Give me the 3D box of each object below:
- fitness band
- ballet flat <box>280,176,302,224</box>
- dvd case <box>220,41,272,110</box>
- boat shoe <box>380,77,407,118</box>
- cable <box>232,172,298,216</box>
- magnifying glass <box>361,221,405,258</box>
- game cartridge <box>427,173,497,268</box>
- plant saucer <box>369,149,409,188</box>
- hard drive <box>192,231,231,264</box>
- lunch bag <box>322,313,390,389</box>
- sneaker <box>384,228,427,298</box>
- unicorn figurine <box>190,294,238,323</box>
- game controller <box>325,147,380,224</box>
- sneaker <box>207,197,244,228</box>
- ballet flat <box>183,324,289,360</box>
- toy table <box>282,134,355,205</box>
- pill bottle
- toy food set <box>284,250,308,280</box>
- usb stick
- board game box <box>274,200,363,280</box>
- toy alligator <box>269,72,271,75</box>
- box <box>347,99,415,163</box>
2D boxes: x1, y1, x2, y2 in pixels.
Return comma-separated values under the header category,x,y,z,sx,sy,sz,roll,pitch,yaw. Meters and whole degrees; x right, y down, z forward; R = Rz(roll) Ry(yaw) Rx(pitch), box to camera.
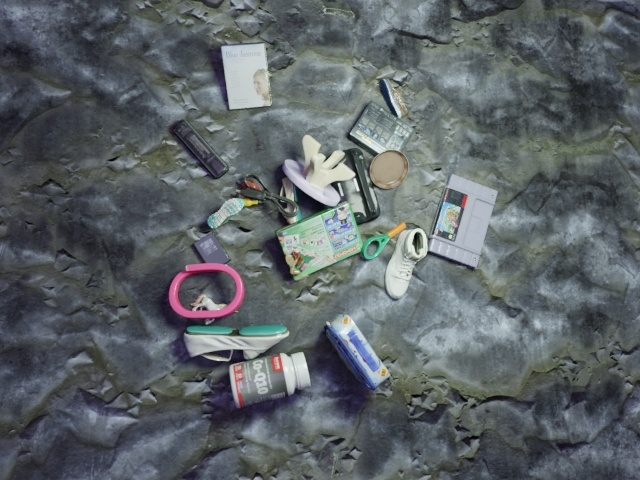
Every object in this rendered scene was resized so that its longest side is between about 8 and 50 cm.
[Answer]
category,x,y,z,sx,sy,sz,roll,pitch,yaw
fitness band,-0.434,0.193,1.790,0.290,0.054,0.209,-3,74,5
ballet flat,-0.122,-0.144,1.910,0.086,0.086,0.249,-3,82,-8
dvd case,-0.299,-0.670,1.920,0.180,0.022,0.253,-8,108,-8
boat shoe,0.319,-0.618,2.032,0.066,0.066,0.183,-26,97,-15
cable,-0.215,-0.177,1.880,0.287,0.072,0.140,16,77,4
magnifying glass,0.263,-0.004,1.947,0.231,0.026,0.092,-36,131,-19
game cartridge,0.603,-0.084,2.007,0.230,0.068,0.355,20,81,-9
plant saucer,0.284,-0.300,1.958,0.168,0.029,0.169,-5,116,-10
hard drive,-0.430,0.047,1.864,0.094,0.022,0.135,-33,88,-10
lunch bag,0.129,0.415,1.785,0.115,0.243,0.303,-36,90,-11
sneaker,0.344,0.091,1.893,0.108,0.169,0.293,14,83,-8
unicorn figurine,-0.417,0.269,1.819,0.162,0.060,0.111,40,81,-2
game controller,0.135,-0.225,1.965,0.166,0.067,0.319,-17,85,5
sneaker,-0.371,-0.109,1.861,0.166,0.076,0.065,-34,87,0
ballet flat,-0.318,0.392,1.793,0.399,0.139,0.139,0,83,-1
toy table,-0.006,-0.279,1.848,0.274,0.252,0.161,36,117,2
pill bottle,-0.190,0.517,1.769,0.283,0.161,0.161,-11,85,-9
toy food set,-0.092,0.091,1.841,0.077,0.019,0.122,-19,102,-12
usb stick,-0.482,-0.368,1.897,0.077,0.045,0.278,-42,90,-3
board game box,0.000,0.000,1.878,0.317,0.046,0.214,-23,111,-10
toy alligator,-0.302,-0.695,1.962,0.189,0.056,0.051,12,126,-13
box,0.258,-0.455,2.001,0.232,0.059,0.183,32,80,-4
